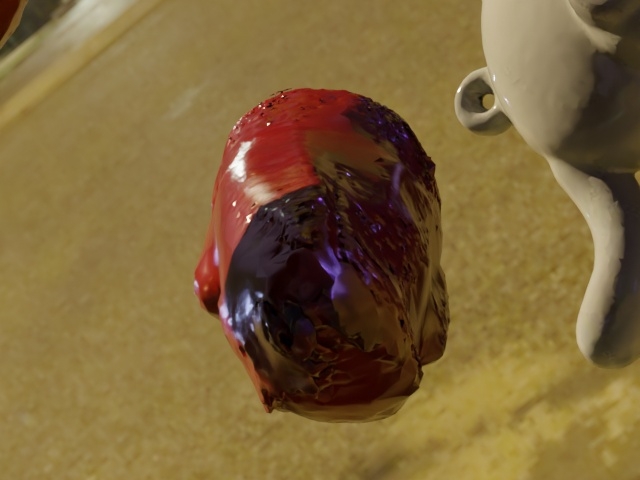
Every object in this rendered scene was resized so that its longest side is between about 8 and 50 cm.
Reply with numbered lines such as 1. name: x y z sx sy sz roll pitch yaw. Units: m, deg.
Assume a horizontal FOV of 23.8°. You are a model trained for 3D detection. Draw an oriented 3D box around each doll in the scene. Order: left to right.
1. doll: 0.179 -0.096 0.740 0.242 0.311 0.159 -1 -12 13

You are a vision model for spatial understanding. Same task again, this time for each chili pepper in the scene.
1. chili pepper: 0.000 0.000 0.611 0.110 0.110 0.387 -37 9 8

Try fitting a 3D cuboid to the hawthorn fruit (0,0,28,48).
1. hawthorn fruit: -0.184 -0.136 0.437 0.207 0.207 0.243 -51 -6 -30
